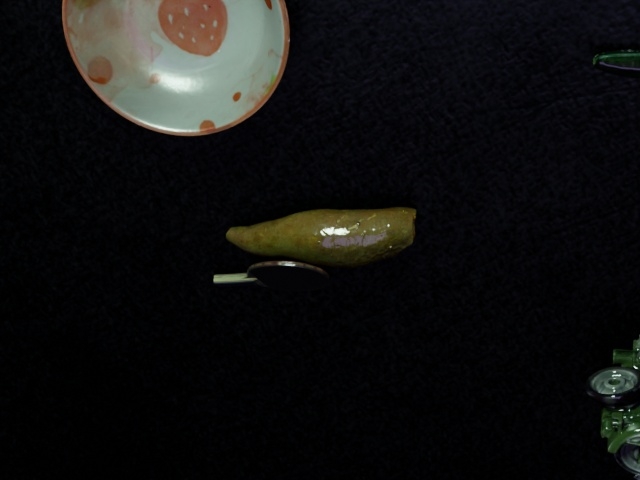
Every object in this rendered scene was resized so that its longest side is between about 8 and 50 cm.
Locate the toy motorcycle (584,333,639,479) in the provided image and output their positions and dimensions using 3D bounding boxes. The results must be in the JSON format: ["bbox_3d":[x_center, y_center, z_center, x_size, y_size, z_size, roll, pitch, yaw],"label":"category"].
[{"bbox_3d":[0.463,0.197,1.523,0.275,0.205,0.127,1,117,13],"label":"toy motorcycle"}]

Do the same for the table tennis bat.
[{"bbox_3d":[-0.063,0.048,1.592,0.158,0.014,0.095,-4,158,25],"label":"table tennis bat"}]

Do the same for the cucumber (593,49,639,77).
[{"bbox_3d":[0.399,-0.195,1.414,0.184,0.033,0.036,8,94,3],"label":"cucumber"}]

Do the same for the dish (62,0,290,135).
[{"bbox_3d":[-0.156,-0.255,1.427,0.260,0.085,0.260,4,118,8],"label":"dish"}]

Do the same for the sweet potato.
[{"bbox_3d":[0.000,0.000,1.550,0.244,0.077,0.077,-6,117,9],"label":"sweet potato"}]
